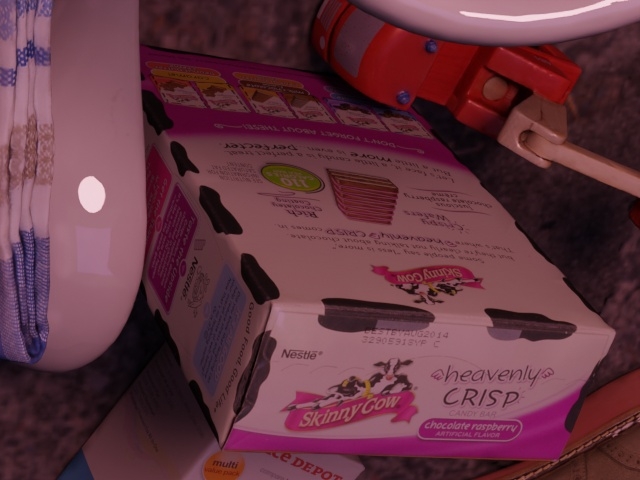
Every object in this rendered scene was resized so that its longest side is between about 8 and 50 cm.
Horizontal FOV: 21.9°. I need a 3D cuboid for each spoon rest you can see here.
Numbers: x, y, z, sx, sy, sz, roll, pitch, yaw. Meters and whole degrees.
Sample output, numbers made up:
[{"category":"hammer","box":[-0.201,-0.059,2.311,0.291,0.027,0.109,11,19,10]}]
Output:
[{"category":"spoon rest","box":[-0.121,-0.075,0.706,0.084,0.137,0.276,-18,120,-47]}]

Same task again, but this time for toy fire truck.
[{"category":"toy fire truck","box":[0.100,-0.061,0.795,0.192,0.135,0.047,15,113,-31]}]

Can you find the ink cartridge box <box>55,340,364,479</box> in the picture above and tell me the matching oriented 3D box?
[{"category":"ink cartridge box","box":[-0.055,0.117,0.868,0.092,0.090,0.143,29,106,-35]}]

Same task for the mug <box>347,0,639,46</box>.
[{"category":"mug","box":[0.031,-0.229,0.450,0.328,0.276,0.374,-29,113,1]}]

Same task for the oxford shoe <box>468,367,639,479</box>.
[{"category":"oxford shoe","box":[0.121,0.212,0.983,0.348,0.130,0.123,-39,128,3]}]

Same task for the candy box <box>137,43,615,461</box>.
[{"category":"candy box","box":[0.000,0.000,0.727,0.159,0.233,0.071,6,117,-27]}]

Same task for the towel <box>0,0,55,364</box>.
[{"category":"towel","box":[-0.197,-0.090,0.631,0.209,0.034,0.285,13,120,14]}]
